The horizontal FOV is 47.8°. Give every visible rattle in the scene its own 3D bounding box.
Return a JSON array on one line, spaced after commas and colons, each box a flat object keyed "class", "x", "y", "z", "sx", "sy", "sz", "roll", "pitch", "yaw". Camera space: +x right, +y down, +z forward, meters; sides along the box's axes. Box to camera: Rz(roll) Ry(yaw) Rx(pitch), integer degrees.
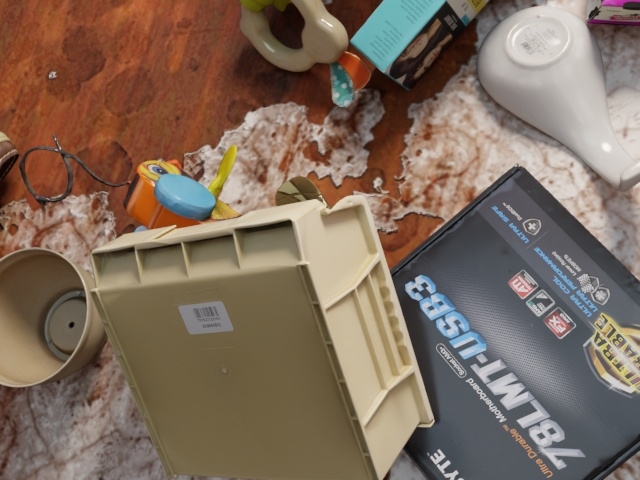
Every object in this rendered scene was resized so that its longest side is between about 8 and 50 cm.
[{"class": "rattle", "x": 0.006, "y": -0.269, "z": 0.910, "sx": 0.200, "sy": 0.143, "sz": 0.130, "roll": 30, "pitch": 125, "yaw": 14}]

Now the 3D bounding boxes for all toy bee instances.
[{"class": "toy bee", "x": -0.165, "y": -0.049, "z": 0.860, "sx": 0.195, "sy": 0.162, "sz": 0.298, "roll": -37, "pitch": 102, "yaw": 20}]

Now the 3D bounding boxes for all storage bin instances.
[{"class": "storage bin", "x": -0.062, "y": 0.098, "z": 0.703, "sx": 0.262, "sy": 0.123, "sz": 0.260, "roll": -8, "pitch": 107, "yaw": 32}]

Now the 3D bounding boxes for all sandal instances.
[{"class": "sandal", "x": 0.000, "y": 0.000, "z": 0.853, "sx": 0.072, "sy": 0.049, "sz": 0.180, "roll": -28, "pitch": 57, "yaw": 1}]

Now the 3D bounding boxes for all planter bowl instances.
[{"class": "planter bowl", "x": -0.326, "y": 0.099, "z": 0.878, "sx": 0.162, "sy": 0.109, "sz": 0.162, "roll": -3, "pitch": 76, "yaw": 14}]

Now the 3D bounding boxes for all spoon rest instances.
[{"class": "spoon rest", "x": 0.279, "y": -0.159, "z": 0.809, "sx": 0.137, "sy": 0.084, "sz": 0.276, "roll": -29, "pitch": 58, "yaw": 5}]

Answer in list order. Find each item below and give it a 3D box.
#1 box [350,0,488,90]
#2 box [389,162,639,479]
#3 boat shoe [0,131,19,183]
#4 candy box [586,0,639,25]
[{"class": "box", "x": 0.149, "y": -0.290, "z": 0.821, "sx": 0.060, "sy": 0.100, "sz": 0.244, "roll": 47, "pitch": 107, "yaw": 18}, {"class": "box", "x": 0.197, "y": 0.121, "z": 0.759, "sx": 0.293, "sy": 0.073, "sz": 0.295, "roll": -39, "pitch": 70, "yaw": 2}, {"class": "boat shoe", "x": -0.485, "y": 0.019, "z": 0.950, "sx": 0.123, "sy": 0.123, "sz": 0.342, "roll": 33, "pitch": 81, "yaw": -11}, {"class": "candy box", "x": 0.385, "y": -0.356, "z": 0.782, "sx": 0.159, "sy": 0.071, "sz": 0.233, "roll": 4, "pitch": 91, "yaw": 5}]
